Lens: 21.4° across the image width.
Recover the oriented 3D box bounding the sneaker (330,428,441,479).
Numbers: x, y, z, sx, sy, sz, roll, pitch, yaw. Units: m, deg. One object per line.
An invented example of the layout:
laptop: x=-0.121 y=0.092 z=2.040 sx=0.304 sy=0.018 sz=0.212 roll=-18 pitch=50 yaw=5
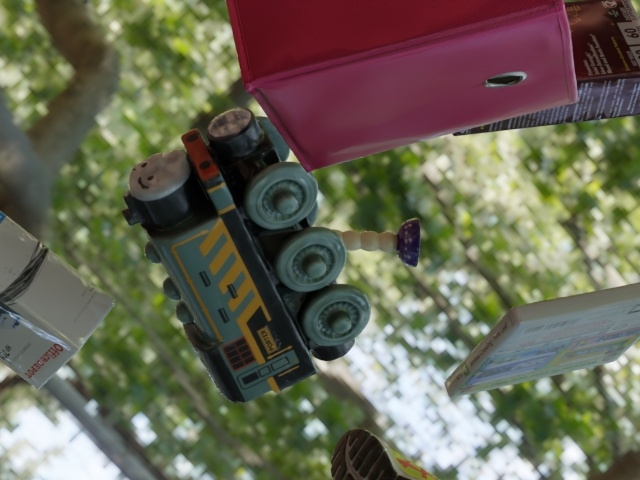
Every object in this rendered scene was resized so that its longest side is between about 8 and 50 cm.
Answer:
sneaker: x=0.096 y=0.295 z=1.992 sx=0.208 sy=0.094 sz=0.081 roll=36 pitch=-82 yaw=40

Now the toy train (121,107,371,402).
toy train: x=-0.075 y=0.020 z=1.761 sx=0.190 sy=0.334 sz=0.142 roll=-27 pitch=-141 yaw=-3

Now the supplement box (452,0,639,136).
supplement box: x=0.247 y=-0.195 z=1.882 sx=0.239 sy=0.073 sz=0.130 roll=-8 pitch=-130 yaw=-12

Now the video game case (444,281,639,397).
video game case: x=0.255 y=0.099 z=1.755 sx=0.212 sy=0.023 sz=0.193 roll=-10 pitch=157 yaw=-23

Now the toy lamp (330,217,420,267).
toy lamp: x=0.000 y=0.000 z=2.367 sx=0.274 sy=0.080 sz=0.080 roll=2 pitch=-159 yaw=-3

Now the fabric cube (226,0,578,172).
fabric cube: x=0.061 y=-0.234 z=1.443 sx=0.258 sy=0.259 sz=0.254 roll=-14 pitch=165 yaw=7

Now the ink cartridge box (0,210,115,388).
ink cartridge box: x=-0.334 y=0.056 z=1.811 sx=0.082 sy=0.190 sz=0.139 roll=-56 pitch=-171 yaw=-35
